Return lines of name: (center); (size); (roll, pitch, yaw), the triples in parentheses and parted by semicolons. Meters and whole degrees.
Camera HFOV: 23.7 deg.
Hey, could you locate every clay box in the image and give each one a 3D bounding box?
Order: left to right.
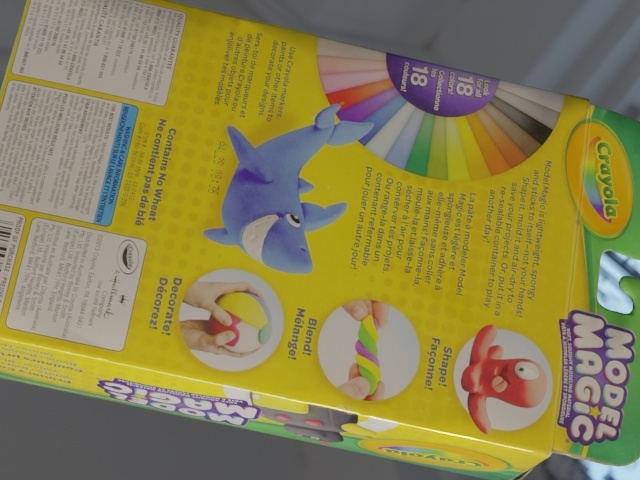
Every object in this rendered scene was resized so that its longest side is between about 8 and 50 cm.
clay box: (0.000, 0.000, 0.500); (0.222, 0.053, 0.127); (14, -112, -7)
